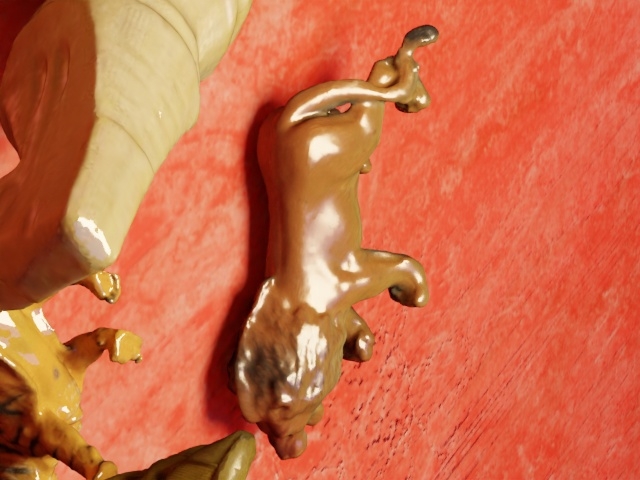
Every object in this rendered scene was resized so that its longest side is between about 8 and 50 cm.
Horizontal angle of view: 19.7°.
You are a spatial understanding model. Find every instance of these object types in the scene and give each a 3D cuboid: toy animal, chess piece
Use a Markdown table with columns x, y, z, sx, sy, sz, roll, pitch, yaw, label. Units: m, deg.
| x | y | z | sx | sy | sz | roll | pitch | yaw | label |
| --- | --- | --- | --- | --- | --- | --- | --- | --- | --- |
| 0.000 | 0.000 | 1.320 | 0.157 | 0.097 | 0.312 | -6 | 101 | -49 | toy animal |
| -0.121 | -0.075 | 1.006 | 0.301 | 0.137 | 0.137 | -76 | 152 | -49 | chess piece |
| -0.194 | 0.049 | 1.060 | 0.255 | 0.116 | 0.114 | 61 | 36 | -31 | toy animal |

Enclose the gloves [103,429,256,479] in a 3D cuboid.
| x | y | z | sx | sy | sz | roll | pitch | yaw | label |
| --- | --- | --- | --- | --- | --- | --- | --- | --- | --- |
| -0.146 | 0.228 | 0.975 | 0.141 | 0.154 | 0.331 | 37 | 87 | -42 | gloves |
